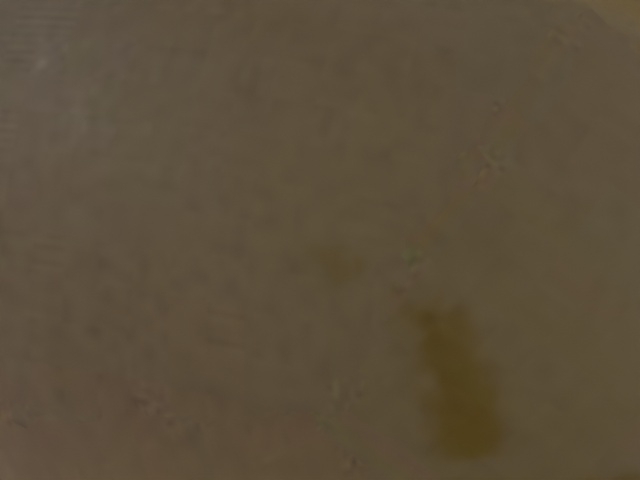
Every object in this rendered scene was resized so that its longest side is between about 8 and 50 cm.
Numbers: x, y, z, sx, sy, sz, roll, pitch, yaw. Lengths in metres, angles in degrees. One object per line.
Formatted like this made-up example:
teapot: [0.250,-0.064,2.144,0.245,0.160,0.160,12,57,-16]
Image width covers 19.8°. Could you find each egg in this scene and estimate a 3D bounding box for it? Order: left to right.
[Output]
egg: [0.000,0.000,0.469,0.322,0.250,0.250,3,-83,38]
